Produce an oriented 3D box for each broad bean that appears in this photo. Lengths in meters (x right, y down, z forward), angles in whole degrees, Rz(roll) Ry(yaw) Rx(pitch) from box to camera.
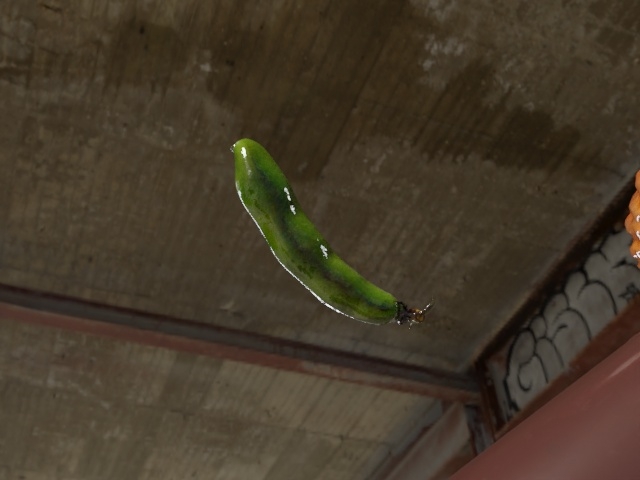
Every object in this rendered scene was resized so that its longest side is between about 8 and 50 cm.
[{"bbox_3d":[-0.003,0.005,0.694,0.227,0.039,0.069,42,-94,-4],"label":"broad bean"}]

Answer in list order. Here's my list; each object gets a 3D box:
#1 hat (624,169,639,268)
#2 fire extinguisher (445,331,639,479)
[{"bbox_3d":[0.544,-0.003,0.823,0.401,0.285,0.285,2,-44,-21],"label":"hat"},{"bbox_3d":[0.145,0.167,0.457,0.337,0.135,0.114,-29,-6,-19],"label":"fire extinguisher"}]
